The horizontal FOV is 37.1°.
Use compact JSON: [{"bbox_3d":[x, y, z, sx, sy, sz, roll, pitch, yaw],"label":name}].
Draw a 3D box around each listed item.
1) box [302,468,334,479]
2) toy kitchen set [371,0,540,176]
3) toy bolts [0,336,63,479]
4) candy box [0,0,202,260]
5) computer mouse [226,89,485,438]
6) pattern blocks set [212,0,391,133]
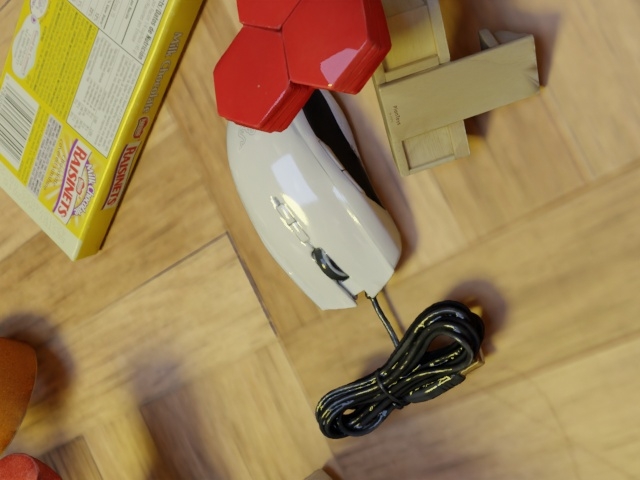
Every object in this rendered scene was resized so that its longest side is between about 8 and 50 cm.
[{"bbox_3d":[-0.042,0.244,0.483,0.119,0.181,0.182,40,121,21],"label":"box"},{"bbox_3d":[0.052,-0.090,0.429,0.068,0.075,0.083,-18,131,2],"label":"toy kitchen set"},{"bbox_3d":[-0.171,0.186,0.621,0.228,0.158,0.218,-8,57,46],"label":"toy bolts"},{"bbox_3d":[-0.139,-0.097,0.557,0.105,0.027,0.206,41,122,17],"label":"candy box"},{"bbox_3d":[0.000,0.000,0.476,0.106,0.042,0.193,-34,82,37],"label":"computer mouse"},{"bbox_3d":[0.058,-0.215,0.346,0.324,0.026,0.285,-27,69,33],"label":"pattern blocks set"}]
